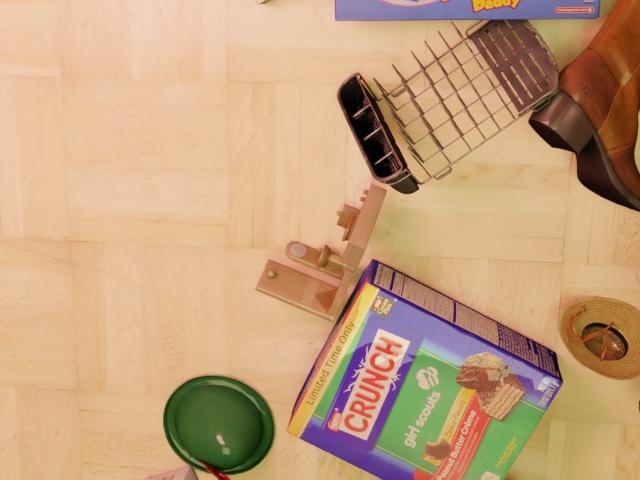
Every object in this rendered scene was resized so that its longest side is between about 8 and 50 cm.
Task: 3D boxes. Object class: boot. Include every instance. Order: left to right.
[{"bbox_3d":[0.435,-0.202,1.272,0.264,0.096,0.280,38,87,-25],"label":"boot"}]

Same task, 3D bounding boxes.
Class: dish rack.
[{"bbox_3d":[0.170,-0.197,1.246,0.271,0.208,0.074,-34,138,14],"label":"dish rack"}]

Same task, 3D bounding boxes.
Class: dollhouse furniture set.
[{"bbox_3d":[0.000,0.000,1.341,0.123,0.144,0.151,22,142,1],"label":"dollhouse furniture set"}]

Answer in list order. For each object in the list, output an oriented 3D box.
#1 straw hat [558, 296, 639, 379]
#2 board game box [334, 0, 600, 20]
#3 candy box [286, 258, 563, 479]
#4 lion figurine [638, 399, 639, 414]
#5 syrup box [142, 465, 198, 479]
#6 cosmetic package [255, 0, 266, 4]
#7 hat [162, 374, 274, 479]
[{"bbox_3d":[0.409,0.153,1.375,0.144,0.145,0.061,14,144,3],"label":"straw hat"},{"bbox_3d":[0.189,-0.406,1.208,0.346,0.078,0.233,1,125,6],"label":"board game box"},{"bbox_3d":[0.150,0.222,1.394,0.317,0.122,0.268,27,106,0],"label":"candy box"},{"bbox_3d":[0.603,0.197,1.331,0.240,0.142,0.392,16,102,-6],"label":"lion figurine"},{"bbox_3d":[-0.216,0.498,1.522,0.093,0.096,0.237,-18,102,13],"label":"syrup box"},{"bbox_3d":[-0.086,-0.390,1.299,0.060,0.041,0.115,-25,101,12],"label":"cosmetic package"},{"bbox_3d":[-0.159,0.320,1.422,0.208,0.183,0.173,14,106,2],"label":"hat"}]
